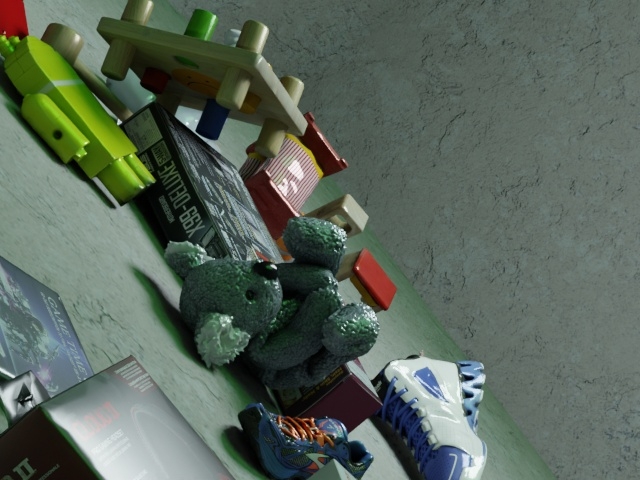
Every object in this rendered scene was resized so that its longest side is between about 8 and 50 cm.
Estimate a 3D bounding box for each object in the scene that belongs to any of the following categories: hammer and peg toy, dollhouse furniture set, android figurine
[{"bbox_3d":[-0.211,-0.246,1.997,0.361,0.127,0.266,15,-13,20],"label":"hammer and peg toy"},{"bbox_3d":[0.000,0.000,2.293,0.374,0.152,0.201,52,38,-19],"label":"dollhouse furniture set"},{"bbox_3d":[-0.325,-0.163,1.805,0.273,0.056,0.248,49,7,-5],"label":"android figurine"}]

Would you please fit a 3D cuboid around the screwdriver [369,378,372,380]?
[{"bbox_3d":[0.128,0.273,2.487,0.025,0.024,0.170,16,-11,43],"label":"screwdriver"}]

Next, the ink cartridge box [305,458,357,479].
[{"bbox_3d":[0.053,0.334,1.462,0.175,0.072,0.127,47,8,-27],"label":"ink cartridge box"}]

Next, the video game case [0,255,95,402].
[{"bbox_3d":[-0.277,0.053,1.105,0.274,0.026,0.196,43,9,-47],"label":"video game case"}]

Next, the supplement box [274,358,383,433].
[{"bbox_3d":[-0.006,0.173,1.813,0.081,0.104,0.188,45,9,-35],"label":"supplement box"}]

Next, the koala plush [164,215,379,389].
[{"bbox_3d":[-0.083,0.084,1.679,0.221,0.203,0.196,13,45,-43],"label":"koala plush"}]

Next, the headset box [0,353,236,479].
[{"bbox_3d":[-0.118,0.209,0.914,0.293,0.110,0.218,50,8,3],"label":"headset box"}]

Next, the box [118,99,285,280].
[{"bbox_3d":[-0.150,-0.025,1.959,0.242,0.077,0.307,39,19,-57],"label":"box"}]

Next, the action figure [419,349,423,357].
[{"bbox_3d":[0.196,0.256,2.410,0.091,0.139,0.280,33,16,9],"label":"action figure"}]

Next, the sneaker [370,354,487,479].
[{"bbox_3d":[0.158,0.292,2.187,0.182,0.127,0.315,18,36,-8],"label":"sneaker"}]

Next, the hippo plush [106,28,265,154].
[{"bbox_3d":[-0.203,-0.252,2.281,0.234,0.236,0.294,51,7,11],"label":"hippo plush"}]

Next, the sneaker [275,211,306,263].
[{"bbox_3d":[-0.060,-0.047,2.552,0.180,0.125,0.321,53,8,14],"label":"sneaker"}]

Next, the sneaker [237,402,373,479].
[{"bbox_3d":[-0.016,0.226,1.547,0.221,0.087,0.083,41,11,-51],"label":"sneaker"}]

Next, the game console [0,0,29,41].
[{"bbox_3d":[-0.480,-0.341,1.952,0.124,0.085,0.144,19,-1,15],"label":"game console"}]
